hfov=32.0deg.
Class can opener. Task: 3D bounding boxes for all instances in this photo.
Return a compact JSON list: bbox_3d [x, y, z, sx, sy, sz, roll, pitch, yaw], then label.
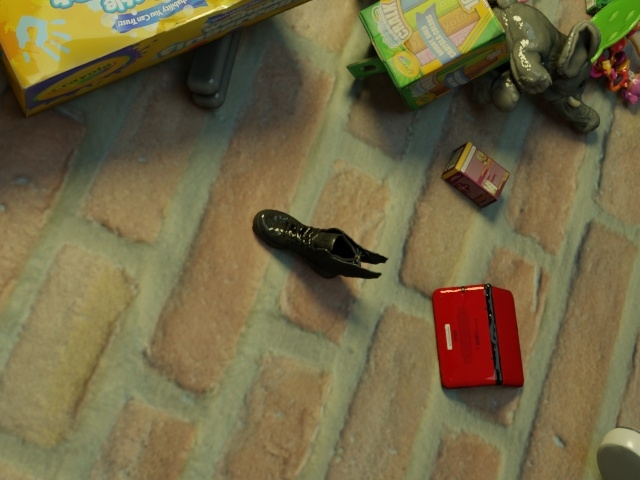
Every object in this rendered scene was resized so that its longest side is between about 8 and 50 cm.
[{"bbox_3d":[-0.143,-0.313,1.512,0.093,0.074,0.280,3,69,9],"label":"can opener"}]

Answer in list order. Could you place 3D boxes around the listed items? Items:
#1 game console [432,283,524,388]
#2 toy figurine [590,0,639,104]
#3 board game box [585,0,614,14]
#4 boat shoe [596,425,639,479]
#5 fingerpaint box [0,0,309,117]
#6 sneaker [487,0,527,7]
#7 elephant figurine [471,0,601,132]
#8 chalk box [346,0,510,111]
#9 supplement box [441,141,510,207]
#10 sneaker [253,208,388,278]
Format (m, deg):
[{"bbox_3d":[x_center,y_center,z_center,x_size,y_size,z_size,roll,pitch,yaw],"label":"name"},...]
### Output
[{"bbox_3d":[0.226,0.140,1.594,0.124,0.085,0.144,-6,76,3],"label":"game console"},{"bbox_3d":[0.509,-0.287,1.823,0.159,0.130,0.173,42,83,-22],"label":"toy figurine"},{"bbox_3d":[0.565,-0.431,1.931,0.259,0.030,0.136,8,74,-26],"label":"board game box"},{"bbox_3d":[0.555,0.370,1.629,0.367,0.136,0.156,46,60,-12],"label":"boat shoe"},{"bbox_3d":[-0.235,-0.412,1.365,0.444,0.163,0.371,-26,91,-15],"label":"fingerpaint box"},{"bbox_3d":[0.243,-0.396,1.737,0.170,0.075,0.063,9,88,-2],"label":"sneaker"},{"bbox_3d":[0.349,-0.277,1.707,0.239,0.186,0.169,-6,57,-32],"label":"elephant figurine"},{"bbox_3d":[0.142,-0.276,1.571,0.213,0.132,0.132,-28,78,9],"label":"chalk box"},{"bbox_3d":[0.230,-0.097,1.647,0.083,0.043,0.055,36,62,-13],"label":"supplement box"},{"bbox_3d":[-0.001,0.002,1.471,0.170,0.089,0.051,34,63,-15],"label":"sneaker"}]
